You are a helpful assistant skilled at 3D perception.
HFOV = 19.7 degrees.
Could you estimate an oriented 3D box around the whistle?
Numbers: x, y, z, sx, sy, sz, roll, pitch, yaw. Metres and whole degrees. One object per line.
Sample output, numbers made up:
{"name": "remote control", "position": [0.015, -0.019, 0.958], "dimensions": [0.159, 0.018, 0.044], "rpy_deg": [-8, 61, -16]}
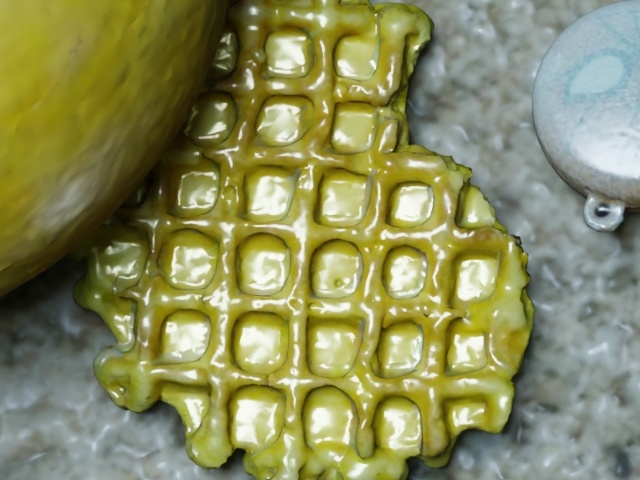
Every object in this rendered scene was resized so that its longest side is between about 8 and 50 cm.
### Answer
{"name": "whistle", "position": [0.172, -0.104, 0.921], "dimensions": [0.107, 0.057, 0.220], "rpy_deg": [16, 78, 16]}

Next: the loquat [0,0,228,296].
{"name": "loquat", "position": [-0.207, -0.113, 0.803], "dimensions": [0.328, 0.359, 0.328], "rpy_deg": [19, 48, -23]}

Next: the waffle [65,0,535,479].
{"name": "waffle", "position": [0.000, 0.000, 0.906], "dimensions": [0.253, 0.056, 0.249], "rpy_deg": [37, 85, 7]}
